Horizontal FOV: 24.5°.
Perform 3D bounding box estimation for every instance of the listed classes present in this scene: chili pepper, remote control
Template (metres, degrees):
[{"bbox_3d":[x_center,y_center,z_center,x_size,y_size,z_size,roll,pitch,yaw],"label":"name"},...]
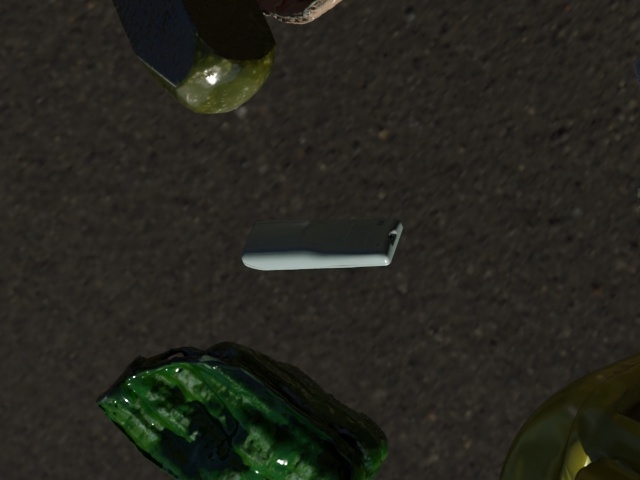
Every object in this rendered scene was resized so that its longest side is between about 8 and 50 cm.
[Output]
[{"bbox_3d":[-0.095,0.239,1.914,0.385,0.167,0.213,28,106,5],"label":"chili pepper"},{"bbox_3d":[0.000,0.000,1.498,0.162,0.061,0.029,-3,134,24],"label":"remote control"}]

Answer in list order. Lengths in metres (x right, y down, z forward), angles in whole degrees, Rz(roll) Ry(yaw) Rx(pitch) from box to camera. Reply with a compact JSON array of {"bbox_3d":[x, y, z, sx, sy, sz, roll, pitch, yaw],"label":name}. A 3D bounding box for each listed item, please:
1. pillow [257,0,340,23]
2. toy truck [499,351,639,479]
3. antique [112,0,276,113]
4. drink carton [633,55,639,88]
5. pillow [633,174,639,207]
[{"bbox_3d":[-0.007,-0.303,1.736,0.043,0.126,0.232,52,172,-20],"label":"pillow"},{"bbox_3d":[0.149,0.218,0.566,0.254,0.180,0.405,33,127,38],"label":"toy truck"},{"bbox_3d":[-0.113,-0.199,1.177,0.080,0.081,0.221,-48,55,40],"label":"antique"},{"bbox_3d":[0.370,-0.074,1.262,0.106,0.315,0.130,18,135,-24],"label":"drink carton"},{"bbox_3d":[0.490,-0.106,1.700,0.255,0.322,0.120,-35,89,6],"label":"pillow"}]
